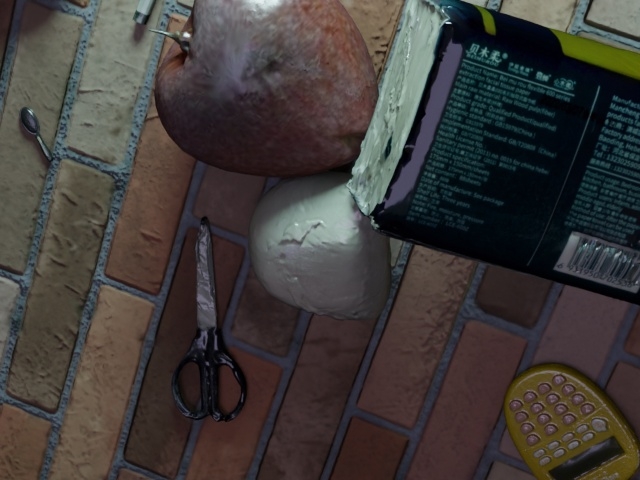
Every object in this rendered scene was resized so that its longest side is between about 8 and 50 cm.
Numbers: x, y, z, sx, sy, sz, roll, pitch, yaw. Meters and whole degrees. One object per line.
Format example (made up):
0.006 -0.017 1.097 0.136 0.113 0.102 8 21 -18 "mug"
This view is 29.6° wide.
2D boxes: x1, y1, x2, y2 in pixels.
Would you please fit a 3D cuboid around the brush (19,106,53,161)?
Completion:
-0.391 -0.146 1.671 0.024 0.008 0.083 -24 100 16 "brush"

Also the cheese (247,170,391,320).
0.000 0.000 1.543 0.188 0.154 0.198 5 126 12 "cheese"

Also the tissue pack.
0.264 -0.095 1.350 0.416 0.253 0.264 14 105 -11 "tissue pack"

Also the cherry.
-0.061 -0.199 1.469 0.307 0.221 0.261 27 117 -8 "cherry"

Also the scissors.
-0.157 0.113 1.689 0.109 0.022 0.300 3 107 9 "scissors"

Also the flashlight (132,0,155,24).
-0.220 -0.320 1.571 0.018 0.018 0.083 28 111 4 "flashlight"

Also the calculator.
0.340 0.268 1.612 0.146 0.032 0.235 -34 95 21 "calculator"
